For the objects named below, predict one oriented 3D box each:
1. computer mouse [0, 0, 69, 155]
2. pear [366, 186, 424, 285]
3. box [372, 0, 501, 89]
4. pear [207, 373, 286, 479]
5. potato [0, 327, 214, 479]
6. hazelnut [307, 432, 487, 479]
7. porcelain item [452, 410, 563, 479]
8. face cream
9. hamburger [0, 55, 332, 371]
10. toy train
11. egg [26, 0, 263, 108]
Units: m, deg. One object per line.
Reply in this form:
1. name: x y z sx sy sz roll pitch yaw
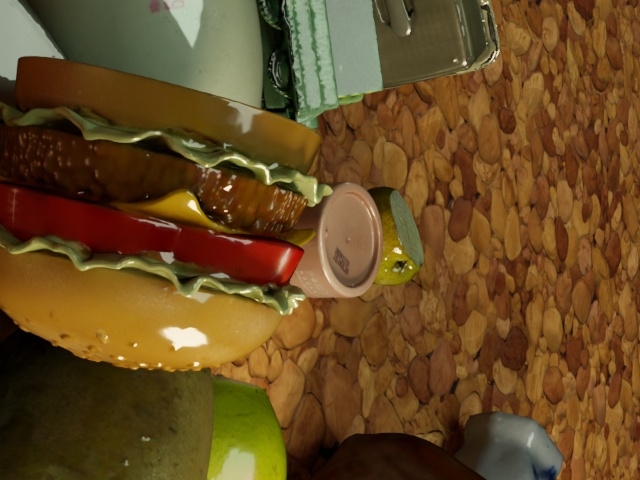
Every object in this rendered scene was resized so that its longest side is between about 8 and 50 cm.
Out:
1. computer mouse: -0.287 -0.081 0.930 0.197 0.095 0.331 -31 120 -3
2. pear: 0.078 -0.001 1.493 0.141 0.104 0.141 58 17 -30
3. box: 0.118 -0.357 1.471 0.166 0.220 0.290 -61 136 -55
4. pear: -0.130 0.257 1.130 0.187 0.187 0.219 34 59 -49
5. potato: -0.228 0.197 0.945 0.359 0.270 0.219 -77 158 -47
6. hazelnut: 0.122 0.431 1.381 0.366 0.366 0.366 3 87 -54
7. porcelain item: 0.258 0.483 1.669 0.242 0.178 0.405 50 48 -40
8. face cream: 0.000 0.000 1.385 0.149 0.104 0.149 4 86 -54
9. hamburger: -0.137 -0.008 0.830 0.274 0.274 0.212 14 89 -54
10. toy train: -0.014 -0.297 1.309 0.178 0.138 0.330 -13 102 -26
11. egg: -0.170 -0.196 1.047 0.230 0.230 0.371 -44 128 -46
